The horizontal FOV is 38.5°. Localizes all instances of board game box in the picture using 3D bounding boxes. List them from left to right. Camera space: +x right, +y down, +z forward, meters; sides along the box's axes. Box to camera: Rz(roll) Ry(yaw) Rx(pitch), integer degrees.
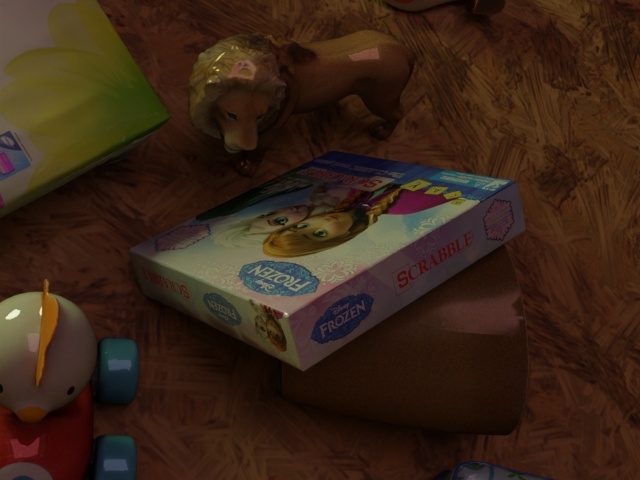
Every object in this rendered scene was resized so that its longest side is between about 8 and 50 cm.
[{"bbox_3d":[0.000,0.000,1.019,0.318,0.319,0.065,-29,117,-31],"label":"board game box"}]

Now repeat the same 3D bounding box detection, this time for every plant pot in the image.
[{"bbox_3d":[0.076,0.111,1.049,0.255,0.237,0.237,-2,65,-6],"label":"plant pot"}]

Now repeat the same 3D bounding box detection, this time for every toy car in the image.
[{"bbox_3d":[-0.273,0.139,0.864,0.219,0.238,0.210,6,59,-18],"label":"toy car"}]

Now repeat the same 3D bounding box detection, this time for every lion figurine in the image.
[{"bbox_3d":[-0.005,-0.197,1.140,0.392,0.240,0.142,-27,77,-31],"label":"lion figurine"}]

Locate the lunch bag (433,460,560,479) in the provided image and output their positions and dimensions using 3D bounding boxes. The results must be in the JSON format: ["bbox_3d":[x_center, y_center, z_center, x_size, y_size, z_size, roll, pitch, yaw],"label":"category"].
[{"bbox_3d":[0.223,0.356,1.044,0.219,0.090,0.176,16,59,-14],"label":"lunch bag"}]

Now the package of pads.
[{"bbox_3d":[-0.347,-0.158,0.992,0.297,0.101,0.229,-33,94,-31],"label":"package of pads"}]

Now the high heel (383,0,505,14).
[{"bbox_3d":[0.169,-0.418,1.423,0.244,0.082,0.117,3,49,-13],"label":"high heel"}]

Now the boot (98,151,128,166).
[{"bbox_3d":[-0.355,-0.144,1.074,0.209,0.076,0.189,-28,92,-23],"label":"boot"}]
